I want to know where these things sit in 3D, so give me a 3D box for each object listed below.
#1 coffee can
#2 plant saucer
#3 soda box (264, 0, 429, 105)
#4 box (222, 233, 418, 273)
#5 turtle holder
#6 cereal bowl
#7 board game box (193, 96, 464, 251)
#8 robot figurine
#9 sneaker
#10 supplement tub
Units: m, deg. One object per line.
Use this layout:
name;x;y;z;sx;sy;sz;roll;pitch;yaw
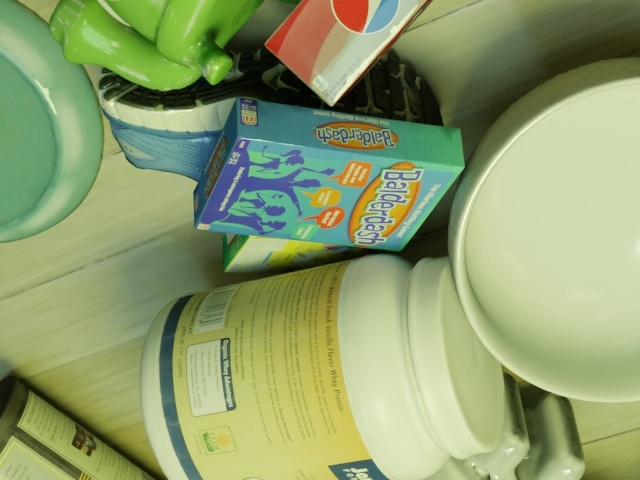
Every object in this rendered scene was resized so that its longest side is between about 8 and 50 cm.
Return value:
coffee can;-0.310;0.319;1.598;0.275;0.201;0.201;39;121;-17
plant saucer;-0.383;-0.119;1.412;0.317;0.044;0.318;4;125;6
soda box;0.072;-0.242;1.182;0.083;0.092;0.263;42;106;0
box;0.000;0.000;1.379;0.179;0.043;0.105;4;159;-18
turtle holder;-0.109;-0.278;1.171;0.227;0.243;0.320;38;158;1
cereal bowl;0.280;-0.023;1.290;0.339;0.141;0.339;-3;118;-6
board game box;0.004;-0.056;1.250;0.210;0.047;0.160;5;149;-17
robot figurine;0.146;0.303;1.515;0.300;0.200;0.353;24;125;-15
sneaker;-0.045;-0.112;1.330;0.330;0.130;0.147;5;143;3
supplement tub;0.005;0.138;1.366;0.316;0.228;0.228;-12;121;22
